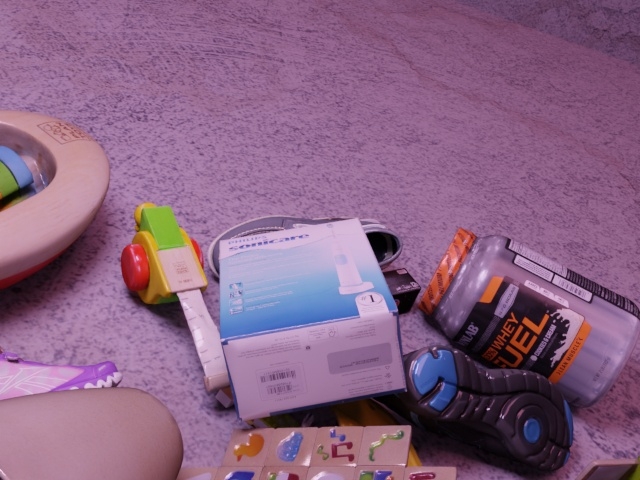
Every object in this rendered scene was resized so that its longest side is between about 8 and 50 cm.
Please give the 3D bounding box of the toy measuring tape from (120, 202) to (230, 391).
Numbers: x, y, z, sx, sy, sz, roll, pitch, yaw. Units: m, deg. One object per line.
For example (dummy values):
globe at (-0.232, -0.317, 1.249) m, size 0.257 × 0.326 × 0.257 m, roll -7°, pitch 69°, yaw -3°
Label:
toy measuring tape at (-0.208, 0.086, 1.142) m, size 0.121 × 0.121 × 0.330 m, roll -7°, pitch 57°, yaw -33°

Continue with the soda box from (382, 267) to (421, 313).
soda box at (0.080, 0.094, 1.298) m, size 0.169 × 0.060 × 0.053 m, roll -9°, pitch 46°, yaw -35°

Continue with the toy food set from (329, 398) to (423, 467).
toy food set at (0.068, 0.299, 1.022) m, size 0.128 × 0.071 × 0.218 m, roll 24°, pitch 25°, yaw -32°

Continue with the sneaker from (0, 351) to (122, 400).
sneaker at (-0.349, 0.173, 0.934) m, size 0.236 × 0.095 × 0.104 m, roll -14°, pitch 67°, yaw -44°

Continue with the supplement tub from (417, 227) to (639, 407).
supplement tub at (0.330, 0.117, 1.285) m, size 0.316 × 0.193 × 0.193 m, roll 28°, pitch 37°, yaw 9°

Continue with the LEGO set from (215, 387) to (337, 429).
LEGO set at (-0.039, 0.253, 1.003) m, size 0.132 × 0.107 × 0.287 m, roll 3°, pitch 41°, yaw -24°

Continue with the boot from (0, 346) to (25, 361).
boot at (-0.430, 0.172, 0.971) m, size 0.106 × 0.037 × 0.114 m, roll 27°, pitch 41°, yaw 4°

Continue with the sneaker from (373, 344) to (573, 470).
sneaker at (0.223, 0.234, 1.138) m, size 0.341 × 0.140 × 0.125 m, roll 29°, pitch 65°, yaw -25°

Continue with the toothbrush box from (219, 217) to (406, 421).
toothbrush box at (-0.022, 0.093, 1.078) m, size 0.216 × 0.126 × 0.295 m, roll -10°, pitch 26°, yaw -4°

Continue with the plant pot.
plant pot at (-0.267, 0.254, 0.804) m, size 0.256 × 0.256 × 0.274 m, roll 33°, pitch 23°, yaw 15°

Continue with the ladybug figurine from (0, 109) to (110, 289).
ladybug figurine at (-0.486, -0.042, 1.099) m, size 0.305 × 0.161 × 0.449 m, roll 35°, pitch 39°, yaw 18°

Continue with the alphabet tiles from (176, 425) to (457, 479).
alphabet tiles at (-0.030, 0.316, 0.851) m, size 0.343 × 0.011 × 0.285 m, roll -6°, pitch 37°, yaw 19°

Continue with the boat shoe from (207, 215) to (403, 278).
boat shoe at (-0.018, 0.014, 1.270) m, size 0.320 × 0.099 × 0.116 m, roll -2°, pitch 88°, yaw -21°

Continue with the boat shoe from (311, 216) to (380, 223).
boat shoe at (0.000, 0.000, 1.375) m, size 0.219 × 0.077 × 0.070 m, roll -6°, pitch 12°, yaw -23°

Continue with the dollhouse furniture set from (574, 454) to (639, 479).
dollhouse furniture set at (0.382, 0.425, 0.923) m, size 0.151 × 0.197 × 0.301 m, roll 7°, pitch 39°, yaw -23°
